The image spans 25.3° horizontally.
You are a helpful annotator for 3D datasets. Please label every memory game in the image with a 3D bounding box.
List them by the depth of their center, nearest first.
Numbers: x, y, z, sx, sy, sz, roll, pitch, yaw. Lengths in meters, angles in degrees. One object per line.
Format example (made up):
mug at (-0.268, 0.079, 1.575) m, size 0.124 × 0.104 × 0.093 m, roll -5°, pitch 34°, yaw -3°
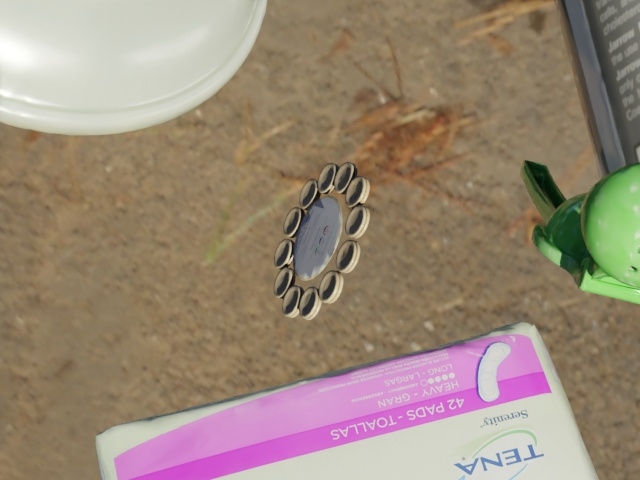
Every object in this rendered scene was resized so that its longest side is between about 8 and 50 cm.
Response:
memory game at (0.000, 0.000, 1.567) m, size 0.186 × 0.012 × 0.186 m, roll -38°, pitch 42°, yaw 45°

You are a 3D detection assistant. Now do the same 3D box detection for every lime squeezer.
lime squeezer at (0.124, -0.026, 0.603) m, size 0.059 × 0.310 × 0.110 m, roll -4°, pitch 77°, yaw -10°

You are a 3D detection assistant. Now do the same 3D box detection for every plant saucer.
plant saucer at (-0.208, -0.279, 1.124) m, size 0.400 × 0.100 × 0.400 m, roll 14°, pitch 59°, yaw -23°

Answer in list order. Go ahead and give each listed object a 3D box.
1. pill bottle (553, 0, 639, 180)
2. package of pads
pill bottle at (0.221, -0.155, 0.730) m, size 0.210 × 0.210 × 0.363 m, roll -14°, pitch 76°, yaw 10°
package of pads at (0.030, 0.195, 0.861) m, size 0.296 × 0.101 × 0.229 m, roll -15°, pitch 60°, yaw -5°
